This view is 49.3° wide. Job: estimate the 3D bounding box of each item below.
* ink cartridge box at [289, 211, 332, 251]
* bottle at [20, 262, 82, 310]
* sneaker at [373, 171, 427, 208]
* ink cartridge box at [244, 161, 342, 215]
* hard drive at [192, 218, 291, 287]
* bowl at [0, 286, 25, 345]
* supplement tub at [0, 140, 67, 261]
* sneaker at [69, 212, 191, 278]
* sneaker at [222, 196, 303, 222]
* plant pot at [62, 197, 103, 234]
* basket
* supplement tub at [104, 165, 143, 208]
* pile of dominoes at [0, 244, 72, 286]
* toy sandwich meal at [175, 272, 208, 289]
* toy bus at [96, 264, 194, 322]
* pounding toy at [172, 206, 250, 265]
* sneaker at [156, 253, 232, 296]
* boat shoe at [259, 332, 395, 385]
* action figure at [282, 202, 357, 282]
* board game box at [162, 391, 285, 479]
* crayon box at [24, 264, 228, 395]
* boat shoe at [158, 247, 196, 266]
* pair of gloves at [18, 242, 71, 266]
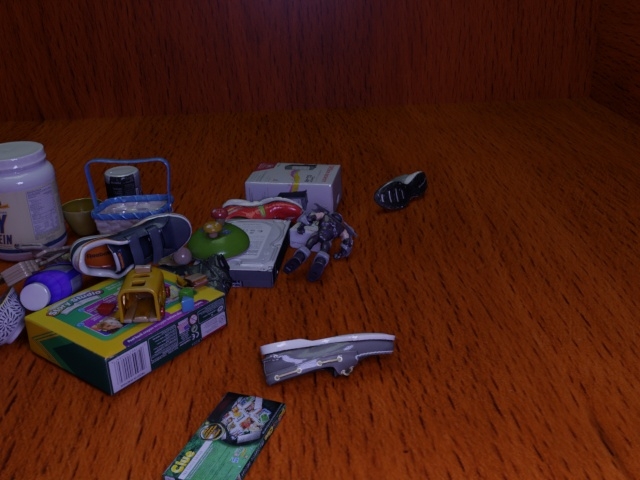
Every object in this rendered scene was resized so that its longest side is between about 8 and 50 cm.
[{"bbox_3d":[-0.017,-0.028,2.200,0.109,0.063,0.150,9,27,22],"label":"ink cartridge box"},{"bbox_3d":[-0.700,0.121,1.805,0.118,0.092,0.283,-10,7,-6],"label":"bottle"},{"bbox_3d":[0.271,-0.174,2.479,0.108,0.100,0.272,1,17,41],"label":"sneaker"},{"bbox_3d":[-0.091,-0.181,2.460,0.306,0.131,0.226,1,25,10],"label":"ink cartridge box"},{"bbox_3d":[-0.226,0.029,2.085,0.237,0.064,0.339,1,27,8],"label":"hard drive"},{"bbox_3d":[-0.772,0.201,1.705,0.080,0.170,0.170,38,13,-23],"label":"bowl"},{"bbox_3d":[-0.930,-0.124,2.160,0.236,0.324,0.235,-2,25,1],"label":"supplement tub"},{"bbox_3d":[-0.483,0.023,1.818,0.321,0.126,0.127,-18,23,-17],"label":"sneaker"},{"bbox_3d":[-0.194,-0.067,2.293,0.279,0.107,0.118,-4,43,4],"label":"sneaker"},{"bbox_3d":[-0.784,-0.074,2.314,0.134,0.095,0.134,-1,25,0],"label":"plant pot"},{"bbox_3d":[-0.584,-0.113,2.154,0.255,0.288,0.201,1,25,3],"label":"basket"},{"bbox_3d":[-0.657,-0.146,2.350,0.117,0.190,0.117,-1,26,0],"label":"supplement tub"},{"bbox_3d":[-0.731,0.079,1.764,0.196,0.040,0.251,-29,2,1],"label":"pile of dominoes"},{"bbox_3d":[-0.324,0.097,1.751,0.086,0.029,0.085,1,22,0],"label":"toy sandwich meal"},{"bbox_3d":[-0.409,0.110,1.625,0.202,0.104,0.191,17,29,36],"label":"toy bus"},{"bbox_3d":[-0.324,-0.023,2.004,0.237,0.110,0.183,-13,28,-21],"label":"pounding toy"},{"bbox_3d":[-0.334,0.091,1.895,0.228,0.087,0.130,14,56,26],"label":"sneaker"},{"bbox_3d":[0.021,0.259,1.547,0.305,0.091,0.109,-5,-12,-11],"label":"boat shoe"},{"bbox_3d":[0.000,0.000,2.046,0.185,0.099,0.285,30,43,4],"label":"action figure"},{"bbox_3d":[-0.179,0.389,1.353,0.136,0.030,0.259,10,27,19],"label":"board game box"},{"bbox_3d":[-0.465,0.197,1.696,0.313,0.106,0.363,15,28,35],"label":"crayon box"},{"bbox_3d":[-0.413,0.042,2.093,0.153,0.048,0.056,-12,26,-21],"label":"boat shoe"},{"bbox_3d":[-0.709,0.054,1.988,0.240,0.042,0.204,5,-14,3],"label":"pair of gloves"}]
